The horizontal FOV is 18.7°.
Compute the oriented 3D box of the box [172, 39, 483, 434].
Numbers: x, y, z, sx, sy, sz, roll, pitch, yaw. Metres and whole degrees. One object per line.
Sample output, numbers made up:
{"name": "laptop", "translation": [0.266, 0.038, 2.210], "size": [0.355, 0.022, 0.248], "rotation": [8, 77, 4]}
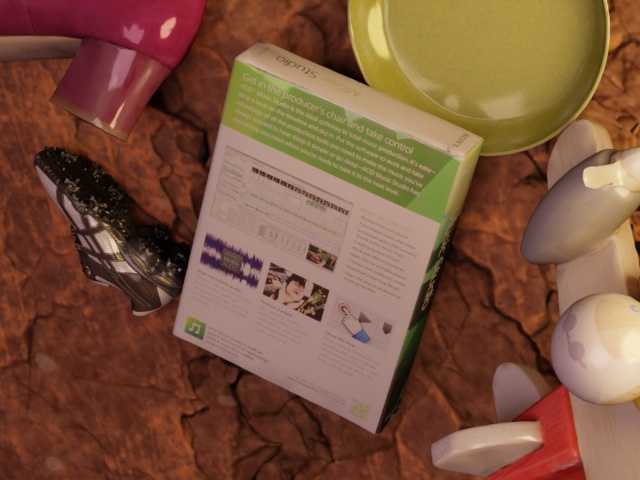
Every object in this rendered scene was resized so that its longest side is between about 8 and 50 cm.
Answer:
{"name": "box", "translation": [0.000, 0.000, 1.803], "size": [0.232, 0.058, 0.322], "rotation": [25, 126, 14]}

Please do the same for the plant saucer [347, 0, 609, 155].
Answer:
{"name": "plant saucer", "translation": [0.141, -0.194, 1.699], "size": [0.241, 0.037, 0.241], "rotation": [9, 113, 22]}

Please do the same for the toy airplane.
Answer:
{"name": "toy airplane", "translation": [0.247, 0.117, 1.555], "size": [0.386, 0.272, 0.384], "rotation": [31, 90, 40]}

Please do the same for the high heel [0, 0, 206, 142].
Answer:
{"name": "high heel", "translation": [-0.282, -0.250, 1.859], "size": [0.377, 0.127, 0.181], "rotation": [30, 89, 17]}

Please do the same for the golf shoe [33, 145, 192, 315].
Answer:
{"name": "golf shoe", "translation": [-0.220, -0.005, 1.912], "size": [0.198, 0.077, 0.094], "rotation": [44, 120, 5]}
